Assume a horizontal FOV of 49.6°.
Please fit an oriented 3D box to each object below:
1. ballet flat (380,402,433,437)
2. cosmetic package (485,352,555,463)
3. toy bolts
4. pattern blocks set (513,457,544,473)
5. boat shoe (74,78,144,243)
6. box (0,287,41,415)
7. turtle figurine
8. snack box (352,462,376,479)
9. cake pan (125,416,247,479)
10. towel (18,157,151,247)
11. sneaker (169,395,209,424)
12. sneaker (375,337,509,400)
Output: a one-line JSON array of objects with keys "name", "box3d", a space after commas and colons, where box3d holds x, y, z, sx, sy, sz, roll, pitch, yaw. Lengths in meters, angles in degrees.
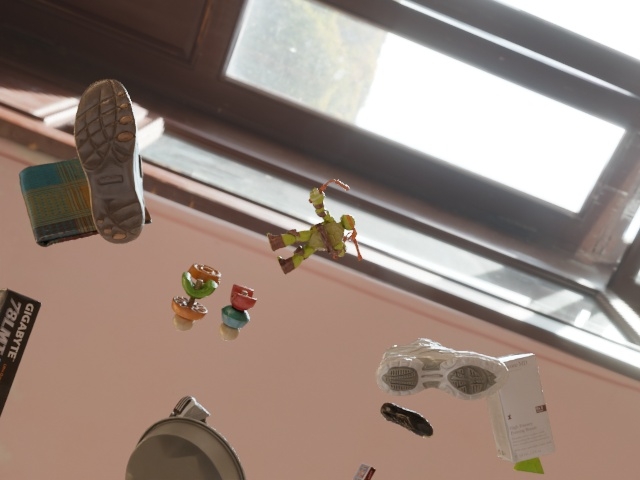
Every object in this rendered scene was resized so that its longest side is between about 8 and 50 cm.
[{"name": "ballet flat", "box3d": [0.250, 0.520, 1.995, 0.057, 0.173, 0.049, -43, 142, -34]}, {"name": "cosmetic package", "box3d": [0.462, 0.391, 1.632, 0.085, 0.117, 0.231, 152, -73, -76]}, {"name": "toy bolts", "box3d": [-0.312, 0.187, 1.994, 0.218, 0.228, 0.159, -117, -131, -74]}, {"name": "pattern blocks set", "box3d": [0.484, 0.654, 1.635, 0.026, 0.324, 0.286, -21, -128, 60]}, {"name": "boat shoe", "box3d": [-0.454, -0.166, 1.504, 0.130, 0.132, 0.356, 162, -76, -79]}, {"name": "box", "box3d": [-0.612, 0.231, 1.145, 0.295, 0.073, 0.294, -6, -117, 38]}, {"name": "turtle figurine", "box3d": [0.000, 0.000, 1.583, 0.087, 0.217, 0.270, 62, -4, 43]}, {"name": "snack box", "box3d": [0.091, 0.709, 1.933, 0.178, 0.022, 0.064, -56, -168, -19]}, {"name": "cake pan", "box3d": [-0.290, 0.519, 1.449, 0.054, 0.293, 0.293, -15, 130, -67]}, {"name": "towel", "box3d": [-0.594, -0.111, 1.727, 0.370, 0.271, 0.040, -130, -147, -48]}, {"name": "sneaker", "box3d": [-0.396, 0.567, 1.961, 0.229, 0.132, 0.086, -52, -156, -12]}, {"name": "sneaker", "box3d": [0.216, 0.215, 1.234, 0.115, 0.232, 0.091, -76, 170, -66]}]
